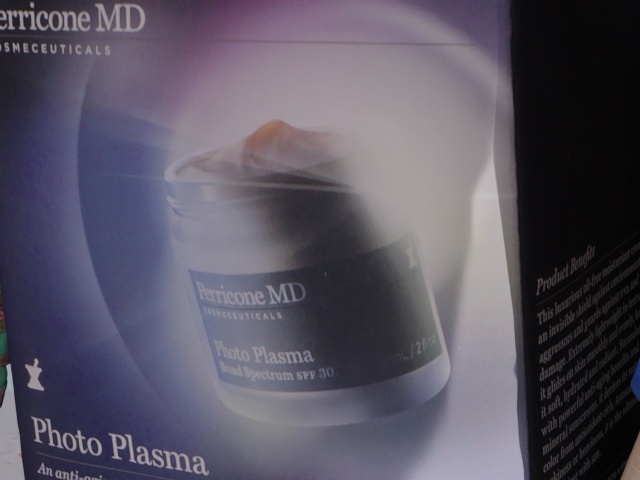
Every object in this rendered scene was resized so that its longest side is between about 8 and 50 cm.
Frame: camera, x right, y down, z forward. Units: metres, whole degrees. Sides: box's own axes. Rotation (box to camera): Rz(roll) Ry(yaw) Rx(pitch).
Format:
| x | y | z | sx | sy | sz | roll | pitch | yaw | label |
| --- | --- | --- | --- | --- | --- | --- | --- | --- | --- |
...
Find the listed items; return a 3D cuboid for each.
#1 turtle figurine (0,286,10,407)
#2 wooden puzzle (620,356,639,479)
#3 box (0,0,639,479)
| x | y | z | sx | sy | sz | roll | pitch | yaw | label |
| --- | --- | --- | --- | --- | --- | --- | --- | --- | --- |
| -0.216 | 0.011 | 1.135 | 0.175 | 0.118 | 0.234 | 30 | 118 | -7 | turtle figurine |
| 0.260 | -0.002 | 0.731 | 0.080 | 0.322 | 0.347 | 55 | 158 | 34 | wooden puzzle |
| 0.000 | 0.000 | 0.861 | 0.296 | 0.183 | 0.294 | 4 | 107 | 30 | box |
